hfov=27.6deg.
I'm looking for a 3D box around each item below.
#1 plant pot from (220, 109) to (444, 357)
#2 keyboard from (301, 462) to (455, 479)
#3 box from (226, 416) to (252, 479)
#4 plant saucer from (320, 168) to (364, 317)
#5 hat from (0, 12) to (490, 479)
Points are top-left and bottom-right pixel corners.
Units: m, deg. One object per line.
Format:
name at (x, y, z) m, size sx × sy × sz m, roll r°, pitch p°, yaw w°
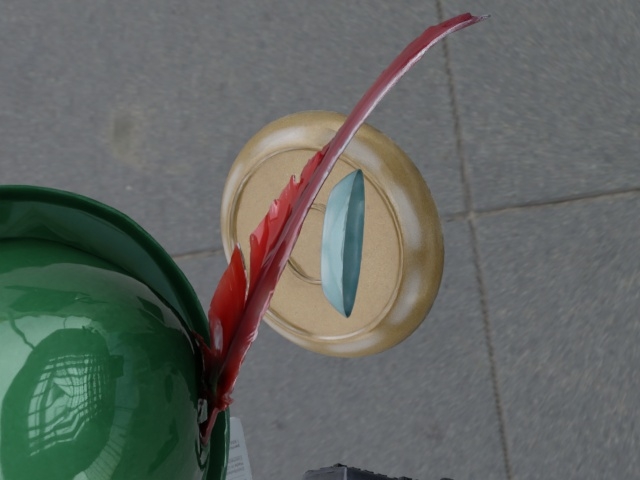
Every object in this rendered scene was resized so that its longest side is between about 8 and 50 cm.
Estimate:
plant pot at (0.000, 0.000, 1.193) m, size 0.236 × 0.032 × 0.236 m, roll 10°, pitch 109°, yaw 29°
keyboard at (0.151, 0.236, 1.117) m, size 0.317 × 0.201 × 0.033 m, roll 17°, pitch 76°, yaw -23°
box at (-0.097, 0.156, 0.712) m, size 0.087 × 0.101 × 0.102 m, roll -14°, pitch 86°, yaw 40°
plant saucer at (0.017, 0.002, 1.038) m, size 0.021 × 0.119 × 0.119 m, roll 5°, pitch 95°, yaw 9°
hat at (-0.053, 0.058, 0.402) m, size 0.183 × 0.173 × 0.209 m, roll -1°, pitch 104°, yaw 51°
